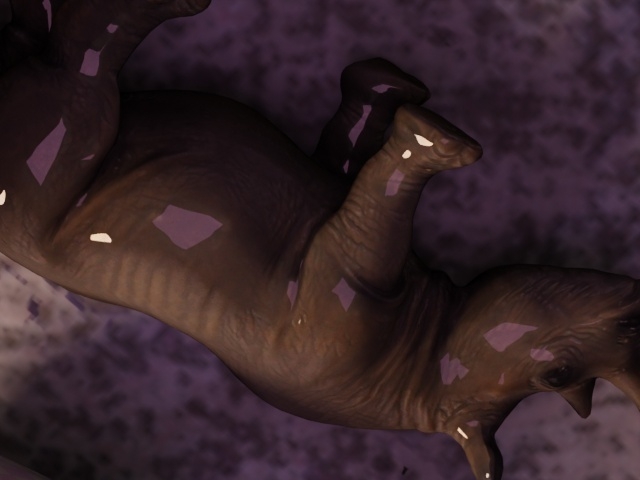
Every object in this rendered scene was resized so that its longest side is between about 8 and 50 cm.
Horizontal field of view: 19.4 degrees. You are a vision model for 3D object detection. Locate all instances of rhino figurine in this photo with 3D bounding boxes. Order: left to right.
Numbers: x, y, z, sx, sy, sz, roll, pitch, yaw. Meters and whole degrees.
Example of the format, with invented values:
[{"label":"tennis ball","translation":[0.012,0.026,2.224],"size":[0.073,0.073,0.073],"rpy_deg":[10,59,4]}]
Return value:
[{"label":"rhino figurine","translation":[0.000,0.000,0.555],"size":[0.243,0.073,0.106],"rpy_deg":[30,105,-11]}]

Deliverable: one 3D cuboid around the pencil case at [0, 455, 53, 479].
[{"label":"pencil case","translation":[-0.145,0.189,0.560],"size":[0.113,0.124,0.273],"rpy_deg":[24,82,26]}]
